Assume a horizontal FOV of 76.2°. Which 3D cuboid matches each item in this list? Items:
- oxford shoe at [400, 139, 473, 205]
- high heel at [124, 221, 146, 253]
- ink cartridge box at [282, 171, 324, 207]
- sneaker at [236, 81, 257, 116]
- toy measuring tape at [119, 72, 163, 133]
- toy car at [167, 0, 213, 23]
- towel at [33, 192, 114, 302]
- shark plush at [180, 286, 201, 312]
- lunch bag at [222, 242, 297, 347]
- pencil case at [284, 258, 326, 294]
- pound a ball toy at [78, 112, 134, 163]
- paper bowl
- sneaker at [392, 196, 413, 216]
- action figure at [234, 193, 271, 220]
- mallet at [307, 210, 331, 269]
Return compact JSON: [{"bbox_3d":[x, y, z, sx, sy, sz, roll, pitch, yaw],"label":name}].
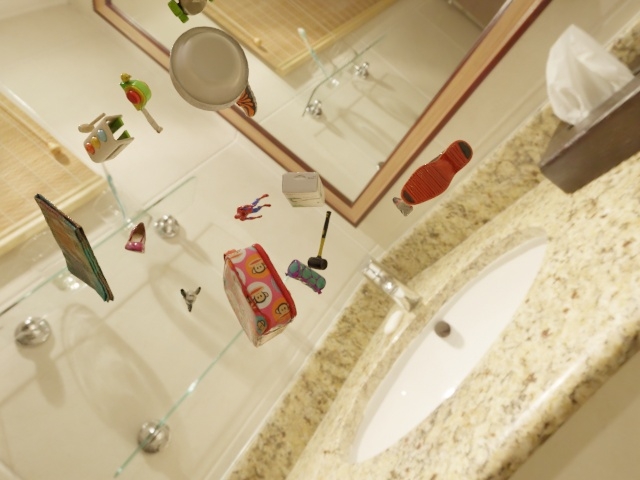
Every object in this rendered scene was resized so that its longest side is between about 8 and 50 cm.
[{"bbox_3d":[0.325,-0.181,1.180,0.271,0.097,0.098,-37,-1,-18],"label":"oxford shoe"},{"bbox_3d":[-0.768,-0.013,1.726,0.244,0.082,0.117,16,89,69],"label":"high heel"},{"bbox_3d":[-0.074,-0.223,1.837,0.219,0.160,0.093,53,-144,-75],"label":"ink cartridge box"},{"bbox_3d":[-0.419,-0.690,1.936,0.180,0.124,0.321,-44,-31,-18],"label":"sneaker"},{"bbox_3d":[-0.865,-0.680,2.031,0.121,0.121,0.330,-49,-43,-21],"label":"toy measuring tape"},{"bbox_3d":[-0.487,-0.897,1.420,0.154,0.189,0.149,-33,11,6],"label":"toy car"},{"bbox_3d":[-0.871,0.038,1.446,0.040,0.271,0.371,-42,-30,-38],"label":"towel"},{"bbox_3d":[-0.492,0.231,1.519,0.073,0.067,0.161,2,-33,-33],"label":"shark plush"},{"bbox_3d":[-0.184,0.139,1.098,0.120,0.258,0.293,-28,-13,-25],"label":"lunch bag"},{"bbox_3d":[-0.047,0.123,1.373,0.064,0.151,0.070,-32,46,23],"label":"pencil case"},{"bbox_3d":[-1.044,-0.501,1.930,0.318,0.208,0.135,-16,13,41],"label":"pound a ball toy"},{"bbox_3d":[-0.402,-0.633,1.495,0.284,0.284,0.148,-50,18,-15],"label":"paper bowl"},{"bbox_3d":[0.380,-0.164,1.899,0.061,0.065,0.158,-45,-35,7],"label":"sneaker"},{"bbox_3d":[-0.333,-0.169,2.143,0.138,0.092,0.280,1,24,34],"label":"action figure"},{"bbox_3d":[0.000,0.000,1.285,0.062,0.039,0.190,-4,73,40],"label":"mallet"}]
